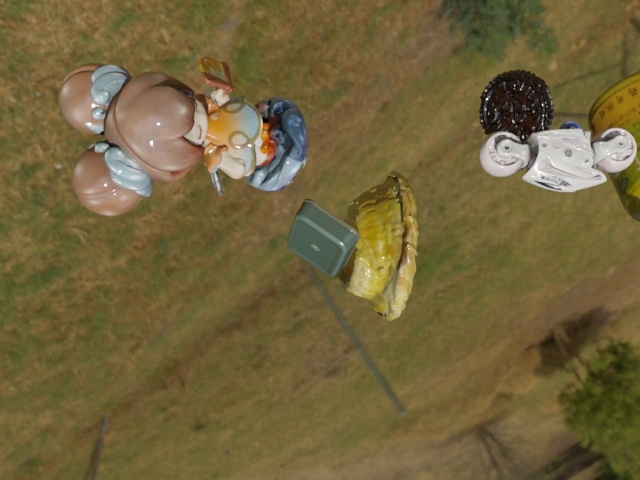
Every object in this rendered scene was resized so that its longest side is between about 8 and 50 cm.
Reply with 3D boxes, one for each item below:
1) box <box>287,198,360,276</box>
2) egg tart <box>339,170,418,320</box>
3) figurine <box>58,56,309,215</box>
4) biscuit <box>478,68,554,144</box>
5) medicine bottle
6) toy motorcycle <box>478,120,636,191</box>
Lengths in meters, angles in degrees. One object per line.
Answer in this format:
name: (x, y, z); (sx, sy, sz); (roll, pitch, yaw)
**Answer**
box: (0.000, 0.000, 1.156); (0.031, 0.091, 0.126); (-53, 175, -24)
egg tart: (0.120, 0.008, 1.878); (0.132, 0.345, 0.345); (6, 147, -8)
figurine: (-0.246, -0.192, 1.536); (0.248, 0.276, 0.388); (-29, 159, 39)
biscuit: (0.447, -0.297, 1.968); (0.053, 0.194, 0.194); (-13, 151, -47)
medicine bottle: (0.693, -0.132, 1.687); (0.224, 0.384, 0.224); (-10, 151, -6)
toy motorcycle: (0.379, -0.128, 1.366); (0.254, 0.112, 0.112); (-3, 152, -4)
